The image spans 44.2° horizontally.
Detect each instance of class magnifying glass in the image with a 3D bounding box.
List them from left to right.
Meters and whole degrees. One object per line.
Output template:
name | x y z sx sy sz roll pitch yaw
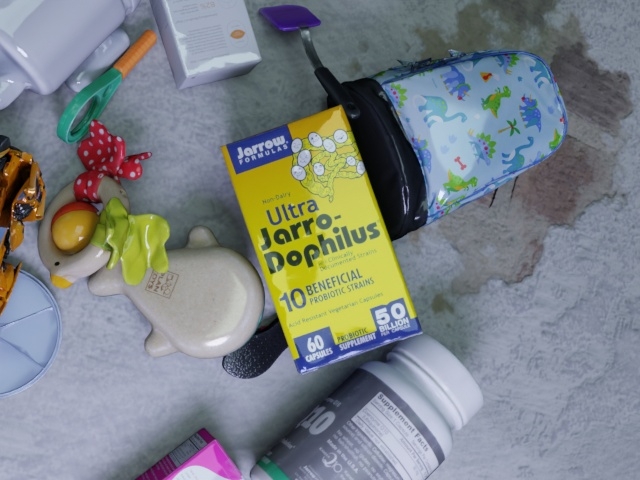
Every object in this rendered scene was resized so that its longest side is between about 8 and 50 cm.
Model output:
magnifying glass | -0.330 -0.242 1.225 0.026 0.092 0.231 32 67 -1

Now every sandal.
sandal | -0.090 0.171 1.314 0.179 0.040 0.067 -34 105 -32

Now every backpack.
backpack | 0.238 -0.191 1.346 0.356 0.273 0.290 -18 88 -30

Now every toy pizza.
toy pizza | -0.490 0.135 1.174 0.202 0.032 0.201 1 88 -18

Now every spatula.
spatula | -0.008 -0.298 1.277 0.084 0.030 0.296 -15 59 -23

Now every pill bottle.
pill bottle | 0.081 0.327 1.275 0.361 0.204 0.204 -40 101 -17

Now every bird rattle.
bird rattle | -0.341 -0.043 1.163 0.207 0.143 0.253 -34 63 10

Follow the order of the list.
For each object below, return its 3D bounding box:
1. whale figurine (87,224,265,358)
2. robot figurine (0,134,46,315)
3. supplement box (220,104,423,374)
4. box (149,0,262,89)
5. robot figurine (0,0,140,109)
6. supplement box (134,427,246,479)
whale figurine | -0.219 0.080 1.237 0.272 0.141 0.216 18 81 7
robot figurine | -0.450 0.003 1.080 0.085 0.211 0.290 14 68 -7
supplement box | 0.000 0.000 1.227 0.194 0.195 0.356 -20 89 -1
box | -0.188 -0.346 1.267 0.130 0.091 0.170 -17 93 -19
robot figurine | -0.396 -0.354 1.137 0.353 0.200 0.300 -50 143 -14
supplement box | -0.228 0.406 1.212 0.220 0.114 0.111 -35 98 -16
